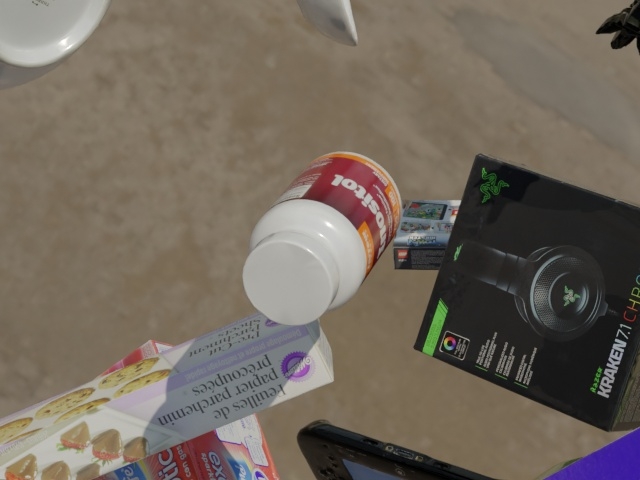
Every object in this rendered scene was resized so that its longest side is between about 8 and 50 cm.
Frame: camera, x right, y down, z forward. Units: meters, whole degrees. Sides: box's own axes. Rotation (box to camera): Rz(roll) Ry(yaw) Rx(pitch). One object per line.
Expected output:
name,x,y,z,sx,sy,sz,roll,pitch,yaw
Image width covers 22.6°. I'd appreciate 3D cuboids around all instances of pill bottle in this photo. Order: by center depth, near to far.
pill bottle,0.000,0.000,1.143,0.086,0.086,0.152,36,30,0

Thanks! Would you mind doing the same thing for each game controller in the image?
game controller,0.118,0.302,1.926,0.319,0.067,0.166,14,-24,31

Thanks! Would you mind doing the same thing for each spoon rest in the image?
spoon rest,-0.008,-0.311,1.544,0.137,0.084,0.276,59,10,-66

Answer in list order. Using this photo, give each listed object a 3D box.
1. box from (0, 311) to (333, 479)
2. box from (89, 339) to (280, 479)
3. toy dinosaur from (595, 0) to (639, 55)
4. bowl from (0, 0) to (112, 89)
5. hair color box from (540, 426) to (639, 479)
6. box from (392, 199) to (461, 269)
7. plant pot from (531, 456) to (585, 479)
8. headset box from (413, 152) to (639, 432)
box,-0.148,0.141,1.359,0.067,0.324,0.063,-92,159,-67
box,-0.132,0.270,1.631,0.154,0.142,0.300,20,41,-54
toy dinosaur,0.297,-0.322,1.544,0.164,0.218,0.322,24,-14,-2
bowl,-0.280,-0.245,1.435,0.134,0.297,0.298,38,23,33
hair color box,0.194,0.187,0.867,0.185,0.339,0.110,28,36,-43
box,0.199,-0.007,2.039,0.207,0.036,0.114,1,34,10
plant pot,0.225,0.322,1.444,0.276,0.276,0.254,42,27,11
headset box,0.270,0.053,1.829,0.283,0.246,0.131,23,8,33
